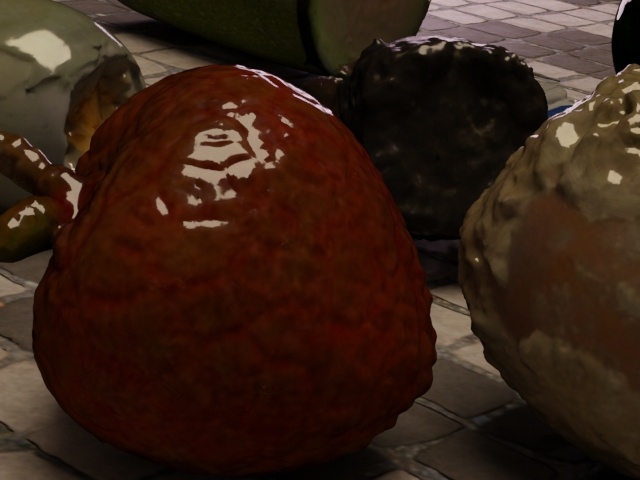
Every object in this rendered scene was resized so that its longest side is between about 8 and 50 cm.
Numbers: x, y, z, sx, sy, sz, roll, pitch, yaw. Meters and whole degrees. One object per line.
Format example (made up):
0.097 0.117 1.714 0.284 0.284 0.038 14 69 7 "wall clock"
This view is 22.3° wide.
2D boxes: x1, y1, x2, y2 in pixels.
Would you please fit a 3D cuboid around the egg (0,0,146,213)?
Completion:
-0.261 -0.114 1.350 0.217 0.183 0.183 7 17 29 "egg"

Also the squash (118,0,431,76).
-0.064 -0.353 1.974 0.384 0.263 0.263 24 26 39 "squash"

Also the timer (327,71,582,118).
0.146 -0.144 1.730 0.253 0.078 0.178 20 24 30 "timer"

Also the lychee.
-0.071 0.012 0.971 0.300 0.255 0.255 35 11 -20 "lychee"

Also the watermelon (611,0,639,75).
0.448 -0.221 1.823 0.242 0.242 0.242 6 20 -2 "watermelon"

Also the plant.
0.099 -0.085 1.382 0.204 0.178 0.234 -1 0 -8 "plant"

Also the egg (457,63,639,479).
0.241 0.026 1.026 0.310 0.279 0.279 10 19 -9 "egg"
